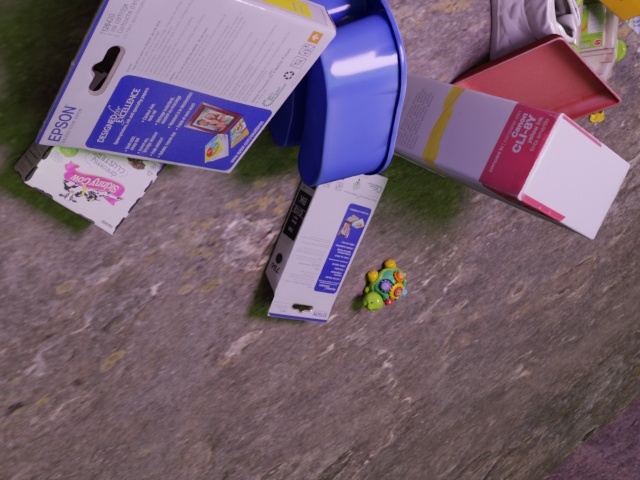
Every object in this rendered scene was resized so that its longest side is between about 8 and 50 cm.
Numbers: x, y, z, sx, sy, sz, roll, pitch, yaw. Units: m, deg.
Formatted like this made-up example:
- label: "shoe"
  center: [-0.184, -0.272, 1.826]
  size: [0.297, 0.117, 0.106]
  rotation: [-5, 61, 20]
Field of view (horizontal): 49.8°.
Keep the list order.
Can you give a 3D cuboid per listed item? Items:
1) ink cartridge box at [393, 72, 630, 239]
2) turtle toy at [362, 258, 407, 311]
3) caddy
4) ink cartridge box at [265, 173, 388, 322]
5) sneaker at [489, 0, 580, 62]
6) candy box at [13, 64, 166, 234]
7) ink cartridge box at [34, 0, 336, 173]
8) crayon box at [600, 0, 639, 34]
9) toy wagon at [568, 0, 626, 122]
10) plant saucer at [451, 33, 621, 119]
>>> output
- label: "ink cartridge box"
  center: [0.335, -0.170, 1.320]
  size: [0.279, 0.384, 0.161]
  rotation: [18, 99, -42]
- label: "turtle toy"
  center: [0.144, 0.110, 1.543]
  size: [0.130, 0.066, 0.095]
  rotation: [-32, 129, -19]
- label: "caddy"
  center: [0.033, -0.250, 1.122]
  size: [0.179, 0.241, 0.341]
  rotation: [-20, 144, -22]
- label: "ink cartridge box"
  center: [0.000, 0.000, 1.376]
  size: [0.165, 0.065, 0.333]
  rotation: [14, 104, -41]
- label: "sneaker"
  center: [0.443, -0.402, 1.420]
  size: [0.108, 0.169, 0.293]
  rotation: [-34, 132, -20]
- label: "candy box"
  center: [-0.330, -0.133, 1.045]
  size: [0.196, 0.070, 0.165]
  rotation: [-53, 133, -2]
- label: "ink cartridge box"
  center: [-0.184, -0.222, 0.922]
  size: [0.307, 0.072, 0.303]
  rotation: [7, 142, -39]
- label: "crayon box"
  center: [0.601, -0.595, 1.389]
  size: [0.322, 0.083, 0.203]
  rotation: [27, 77, -25]
- label: "toy wagon"
  center: [0.596, -0.435, 1.529]
  size: [0.267, 0.068, 0.345]
  rotation: [-19, 113, -42]
- label: "plant saucer"
  center: [0.447, -0.322, 1.439]
  size: [0.259, 0.258, 0.048]
  rotation: [25, 61, -38]
